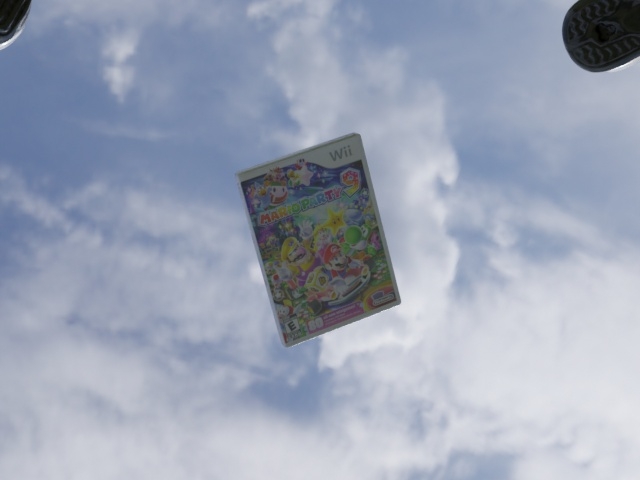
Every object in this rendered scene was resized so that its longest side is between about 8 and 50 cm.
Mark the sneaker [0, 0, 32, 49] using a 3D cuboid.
[{"bbox_3d":[-0.231,-0.185,0.719,0.080,0.081,0.211,-35,-97,-30],"label":"sneaker"}]

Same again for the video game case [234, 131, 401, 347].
[{"bbox_3d":[0.000,0.000,0.862,0.087,0.122,0.011,-20,-162,-16],"label":"video game case"}]

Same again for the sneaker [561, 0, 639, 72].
[{"bbox_3d":[0.314,-0.202,1.044,0.130,0.227,0.087,-30,-83,-54],"label":"sneaker"}]
